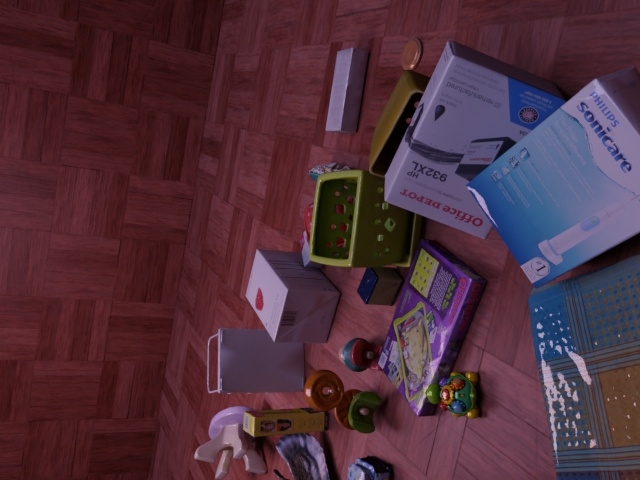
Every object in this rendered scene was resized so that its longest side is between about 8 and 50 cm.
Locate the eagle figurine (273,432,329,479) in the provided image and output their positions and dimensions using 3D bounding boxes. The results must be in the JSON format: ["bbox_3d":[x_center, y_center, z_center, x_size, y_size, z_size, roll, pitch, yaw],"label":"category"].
[{"bbox_3d":[-0.060,0.714,1.784,0.226,0.225,0.298,-28,22,18],"label":"eagle figurine"}]

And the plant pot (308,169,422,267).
[{"bbox_3d":[0.119,-0.045,1.548,0.227,0.207,0.228,6,90,63],"label":"plant pot"}]

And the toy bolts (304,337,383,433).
[{"bbox_3d":[0.055,0.352,1.622,0.158,0.218,0.228,-22,47,67],"label":"toy bolts"}]

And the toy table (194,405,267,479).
[{"bbox_3d":[-0.301,0.708,2.199,0.274,0.252,0.160,110,169,-45],"label":"toy table"}]

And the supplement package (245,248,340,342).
[{"bbox_3d":[-0.094,0.166,1.947,0.293,0.175,0.177,45,125,57],"label":"supplement package"}]

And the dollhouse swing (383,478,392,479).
[{"bbox_3d":[0.248,0.645,1.083,0.347,0.315,0.304,4,68,62],"label":"dollhouse swing"}]

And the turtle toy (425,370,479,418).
[{"bbox_3d":[0.274,0.321,1.320,0.130,0.066,0.095,-21,66,60],"label":"turtle toy"}]

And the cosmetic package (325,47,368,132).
[{"bbox_3d":[0.079,-0.438,1.870,0.099,0.061,0.238,-159,77,-64],"label":"cosmetic package"}]

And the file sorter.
[{"bbox_3d":[-0.212,0.392,2.021,0.173,0.278,0.192,-33,56,59],"label":"file sorter"}]

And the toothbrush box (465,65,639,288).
[{"bbox_3d":[0.411,-0.090,0.995,0.216,0.126,0.295,58,143,12],"label":"toothbrush box"}]

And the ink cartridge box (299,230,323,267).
[{"bbox_3d":[0.000,0.000,1.925,0.150,0.063,0.109,-51,41,47],"label":"ink cartridge box"}]

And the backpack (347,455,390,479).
[{"bbox_3d":[0.115,0.598,1.550,0.105,0.084,0.114,174,99,-65],"label":"backpack"}]

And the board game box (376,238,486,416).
[{"bbox_3d":[0.241,0.194,1.436,0.208,0.056,0.346,-127,49,-59],"label":"board game box"}]

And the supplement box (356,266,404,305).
[{"bbox_3d":[0.150,0.113,1.586,0.056,0.083,0.083,58,135,50],"label":"supplement box"}]

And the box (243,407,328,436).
[{"bbox_3d":[-0.098,0.518,1.817,0.087,0.232,0.058,-3,84,64],"label":"box"}]

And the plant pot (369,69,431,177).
[{"bbox_3d":[0.231,-0.255,1.396,0.187,0.212,0.212,-97,28,-49],"label":"plant pot"}]

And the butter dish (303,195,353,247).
[{"bbox_3d":[0.015,-0.064,1.794,0.160,0.118,0.159,-20,59,14],"label":"butter dish"}]

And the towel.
[{"bbox_3d":[0.460,0.231,1.013,0.271,0.040,0.369,-33,58,58],"label":"towel"}]

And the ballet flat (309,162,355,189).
[{"bbox_3d":[0.051,-0.189,1.872,0.077,0.091,0.241,-52,34,-5],"label":"ballet flat"}]

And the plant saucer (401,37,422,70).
[{"bbox_3d":[0.233,-0.478,1.631,0.083,0.013,0.083,-20,68,60],"label":"plant saucer"}]

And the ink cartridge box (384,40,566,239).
[{"bbox_3d":[0.282,-0.186,1.214,0.129,0.223,0.307,-76,8,-60],"label":"ink cartridge box"}]
